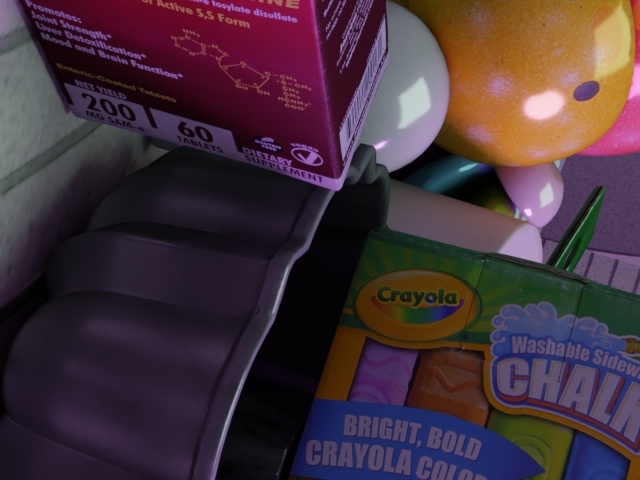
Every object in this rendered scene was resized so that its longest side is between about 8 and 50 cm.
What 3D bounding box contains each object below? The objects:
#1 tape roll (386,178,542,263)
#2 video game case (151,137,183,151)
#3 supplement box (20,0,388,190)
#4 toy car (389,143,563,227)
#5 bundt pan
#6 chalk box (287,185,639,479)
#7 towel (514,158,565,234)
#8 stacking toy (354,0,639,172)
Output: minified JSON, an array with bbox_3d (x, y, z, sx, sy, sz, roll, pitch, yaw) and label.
[{"bbox_3d":[0.036,0.078,0.978,0.246,0.169,0.246,-51,152,-41],"label":"tape roll"},{"bbox_3d":[-0.041,-0.166,0.727,0.190,0.022,0.173,-60,161,-50],"label":"video game case"},{"bbox_3d":[-0.048,-0.116,0.496,0.239,0.130,0.073,79,30,-64],"label":"supplement box"},{"bbox_3d":[0.101,-0.061,1.119,0.136,0.159,0.182,48,24,-26],"label":"toy car"},{"bbox_3d":[-0.071,0.097,0.690,0.331,0.124,0.331,17,90,-78],"label":"bundt pan"},{"bbox_3d":[0.091,0.109,0.729,0.180,0.179,0.289,70,37,-70],"label":"chalk box"},{"bbox_3d":[0.100,0.029,1.302,0.271,0.040,0.370,10,99,-42],"label":"towel"},{"bbox_3d":[0.154,-0.158,0.978,0.480,0.350,0.351,-31,144,-32],"label":"stacking toy"}]
